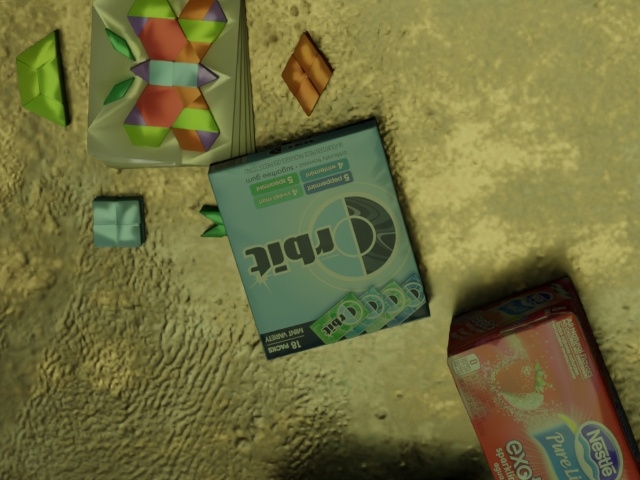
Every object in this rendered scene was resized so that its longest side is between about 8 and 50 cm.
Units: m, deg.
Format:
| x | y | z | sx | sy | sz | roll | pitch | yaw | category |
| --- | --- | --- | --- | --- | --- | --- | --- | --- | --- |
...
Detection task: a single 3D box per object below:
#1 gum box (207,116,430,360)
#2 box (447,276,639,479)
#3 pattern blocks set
| x | y | z | sx | sy | sz | roll | pitch | yaw | category |
| --- | --- | --- | --- | --- | --- | --- | --- | --- | --- |
| 0.000 | 0.000 | 1.563 | 0.157 | 0.041 | 0.184 | -15 | 106 | 4 | gum box |
| 0.214 | 0.179 | 1.551 | 0.123 | 0.128 | 0.257 | -21 | 100 | 11 | box |
| -0.134 | -0.152 | 1.563 | 0.285 | 0.026 | 0.325 | -10 | 103 | 9 | pattern blocks set |
